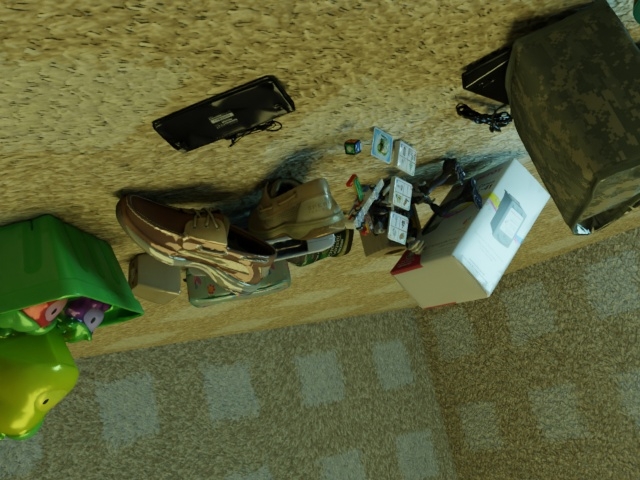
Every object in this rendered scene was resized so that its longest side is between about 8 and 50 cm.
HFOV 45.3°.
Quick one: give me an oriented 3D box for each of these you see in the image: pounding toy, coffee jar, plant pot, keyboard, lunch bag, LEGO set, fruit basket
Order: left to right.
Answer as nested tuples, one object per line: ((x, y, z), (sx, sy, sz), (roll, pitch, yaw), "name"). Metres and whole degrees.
((-0.510, 0.174, 1.433), (0.283, 0.392, 0.392), (-14, 168, 4), "fruit basket")
((-0.389, 0.082, 1.781), (0.096, 0.109, 0.109), (9, 158, -31), "plant pot")
((-0.131, -0.176, 1.074), (0.192, 0.038, 0.100), (-17, 144, 18), "keyboard")
((-0.219, 0.102, 2.026), (0.279, 0.107, 0.224), (-11, 174, -3), "lunch bag")
((0.000, 0.000, 1.787), (0.079, 0.096, 0.184), (22, -158, 35), "coffee jar")
((0.092, -0.098, 1.345), (0.060, 0.182, 0.244), (5, 175, 30), "LEGO set")
((0.199, -0.011, 1.796), (0.206, 0.181, 0.094), (-2, 163, -42), "pounding toy")
((0.321, -0.242, 1.246), (0.201, 0.033, 0.317), (-31, 159, 35), "keyboard")
((0.383, -0.156, 1.113), (0.169, 0.235, 0.287), (-24, 162, -1), "lunch bag")

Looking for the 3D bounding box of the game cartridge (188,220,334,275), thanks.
((-0.124, -0.001, 1.604), (0.297, 0.062, 0.198), (-12, -168, -1), "game cartridge")

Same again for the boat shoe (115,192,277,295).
((-0.217, -0.013, 1.394), (0.324, 0.123, 0.116), (28, 117, -37), "boat shoe")

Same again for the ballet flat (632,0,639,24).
((0.445, -0.334, 0.912), (0.073, 0.080, 0.232), (-40, 174, -9), "ballet flat")

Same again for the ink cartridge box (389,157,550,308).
((0.323, -0.010, 1.668), (0.306, 0.131, 0.226), (-53, -165, -29), "ink cartridge box")

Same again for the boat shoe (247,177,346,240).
((-0.055, -0.067, 1.451), (0.122, 0.110, 0.341), (-19, -171, -25), "boat shoe")

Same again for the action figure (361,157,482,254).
((0.184, -0.068, 1.596), (0.276, 0.164, 0.141), (-25, -156, 26), "action figure")
